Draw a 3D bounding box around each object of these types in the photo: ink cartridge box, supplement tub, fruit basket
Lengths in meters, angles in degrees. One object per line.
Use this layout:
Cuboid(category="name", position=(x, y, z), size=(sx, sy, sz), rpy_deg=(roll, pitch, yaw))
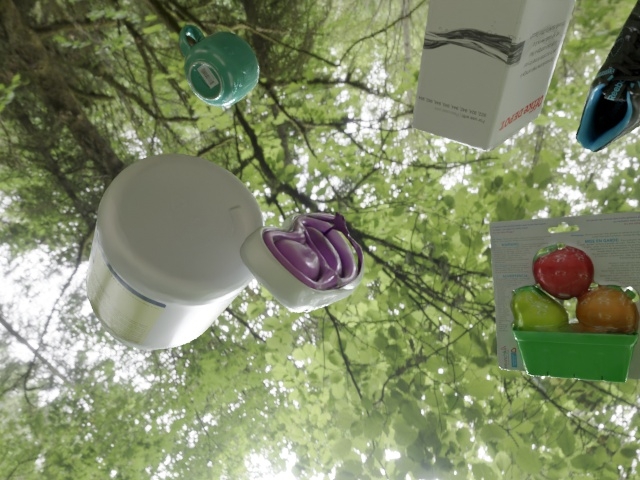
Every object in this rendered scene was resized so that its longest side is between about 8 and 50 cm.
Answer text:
Cuboid(category="ink cartridge box", position=(0.223, -0.274, 0.556), size=(0.114, 0.273, 0.198), rpy_deg=(28, -138, 31))
Cuboid(category="supplement tub", position=(-0.248, 0.040, 0.747), size=(0.235, 0.325, 0.236), rpy_deg=(15, -123, -24))
Cuboid(category="fruit basket", position=(0.557, 0.123, 1.017), size=(0.326, 0.165, 0.354), rpy_deg=(-5, -96, 29))

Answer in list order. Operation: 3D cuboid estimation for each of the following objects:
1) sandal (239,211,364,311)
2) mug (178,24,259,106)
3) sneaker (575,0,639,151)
Cuboid(category="sandal", position=(0.011, 0.011, 0.709), size=(0.102, 0.169, 0.416), rpy_deg=(-44, 180, 13))
Cuboid(category="mug", position=(-0.212, -0.335, 0.898), size=(0.157, 0.130, 0.097), rpy_deg=(20, -136, 11))
Cuboid(category="sneaker", position=(0.512, -0.283, 0.706), size=(0.139, 0.341, 0.125), rpy_deg=(-37, -123, -24))
